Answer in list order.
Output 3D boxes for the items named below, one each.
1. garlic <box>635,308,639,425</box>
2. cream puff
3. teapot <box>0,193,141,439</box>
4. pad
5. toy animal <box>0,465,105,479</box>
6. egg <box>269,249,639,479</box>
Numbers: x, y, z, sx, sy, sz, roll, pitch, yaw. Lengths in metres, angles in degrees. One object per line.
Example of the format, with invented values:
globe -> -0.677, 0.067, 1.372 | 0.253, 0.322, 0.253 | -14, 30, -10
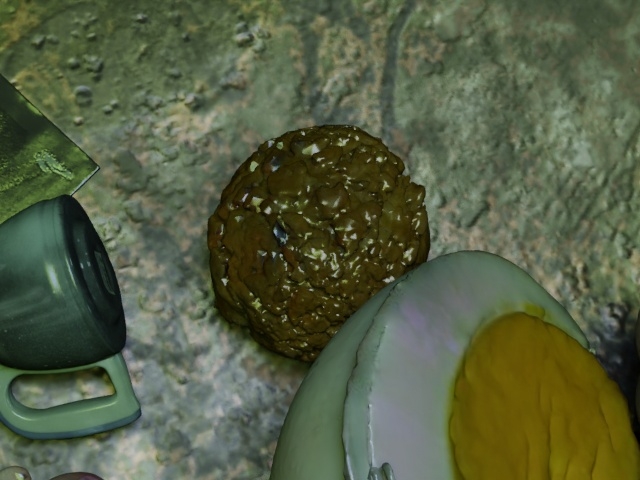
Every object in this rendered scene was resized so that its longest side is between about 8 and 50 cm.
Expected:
garlic -> 0.285, 0.113, 1.056 | 0.229, 0.178, 0.143 | 31, 109, -30
cream puff -> 0.000, 0.000, 1.083 | 0.150, 0.115, 0.165 | -5, 77, -3
teapot -> -0.184, 0.049, 1.075 | 0.108, 0.149, 0.111 | -18, 39, 6
pad -> -0.265, -0.071, 1.133 | 0.190, 0.004, 0.127 | 42, 76, 6
toy animal -> -0.185, 0.212, 0.989 | 0.250, 0.154, 0.166 | 12, 35, 6
egg -> 0.069, 0.150, 1.026 | 0.264, 0.174, 0.286 | 52, 45, -18
